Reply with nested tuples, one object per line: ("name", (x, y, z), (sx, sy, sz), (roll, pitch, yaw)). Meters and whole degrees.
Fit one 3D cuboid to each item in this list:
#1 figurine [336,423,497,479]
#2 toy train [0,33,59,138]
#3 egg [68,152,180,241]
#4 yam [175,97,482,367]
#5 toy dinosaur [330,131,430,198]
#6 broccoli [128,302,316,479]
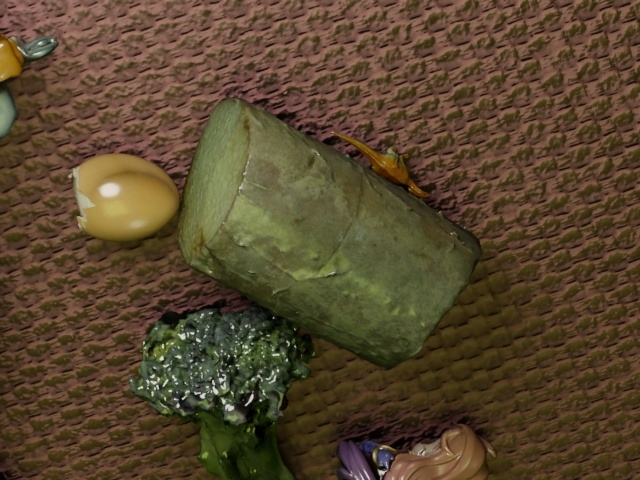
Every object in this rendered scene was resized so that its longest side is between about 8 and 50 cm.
("figurine", (0.096, 0.239, 1.857), (0.157, 0.114, 0.126), (-7, 134, -3))
("toy train", (-0.400, -0.128, 1.567), (0.369, 0.163, 0.231), (-24, 102, -9))
("egg", (-0.174, -0.039, 1.706), (0.096, 0.080, 0.080), (-7, 118, -5))
("yam", (0.000, 0.000, 1.699), (0.268, 0.161, 0.161), (29, 112, -20))
("toy dinosaur", (0.056, -0.074, 1.729), (0.113, 0.041, 0.026), (38, 113, -16))
("broccoli", (-0.068, 0.192, 1.821), (0.165, 0.145, 0.304), (-11, 131, 7))
